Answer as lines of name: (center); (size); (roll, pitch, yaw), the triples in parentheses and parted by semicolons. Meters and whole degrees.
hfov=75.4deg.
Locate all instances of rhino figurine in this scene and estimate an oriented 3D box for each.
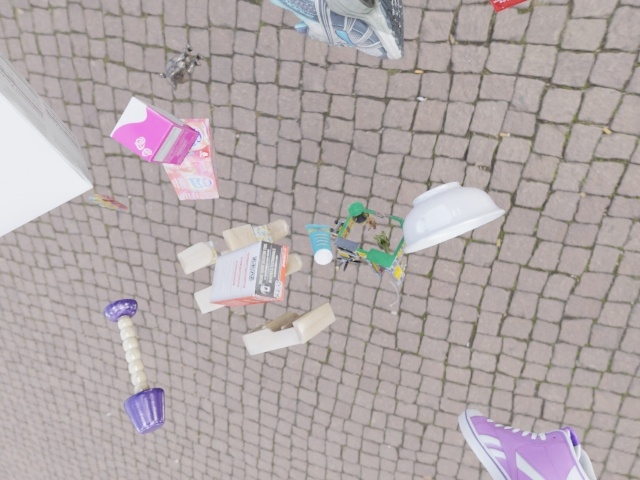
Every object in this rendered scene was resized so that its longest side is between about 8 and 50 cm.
rhino figurine: (-0.392, -0.480, 1.158); (0.106, 0.243, 0.073); (-38, 119, 14)

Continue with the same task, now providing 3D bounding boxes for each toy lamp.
toy lamp: (-0.381, 0.253, 0.847); (0.080, 0.080, 0.274); (-47, 60, 29)

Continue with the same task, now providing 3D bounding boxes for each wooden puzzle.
wooden puzzle: (-0.408, -0.072, 0.795); (0.049, 0.083, 0.006); (4, 74, 11)

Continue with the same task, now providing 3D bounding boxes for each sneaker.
sneaker: (0.370, 0.372, 0.740); (0.102, 0.282, 0.161); (42, 95, -16)
sneaker: (0.032, -0.321, 0.566); (0.122, 0.283, 0.110); (-3, 91, 29)

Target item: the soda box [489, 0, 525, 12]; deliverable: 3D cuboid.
soda box: (0.419, -0.507, 0.727); (0.092, 0.083, 0.263); (37, 168, -31)

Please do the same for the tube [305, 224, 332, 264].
tube: (0.000, 0.000, 1.276); (0.080, 0.207, 0.052); (6, 117, -9)

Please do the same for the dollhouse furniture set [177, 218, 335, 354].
dollhouse furniture set: (-0.167, 0.130, 1.304); (0.257, 0.362, 0.394); (-23, 89, 36)

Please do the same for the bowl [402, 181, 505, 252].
bowl: (0.355, -0.078, 1.190); (0.298, 0.298, 0.134); (-27, 78, 27)

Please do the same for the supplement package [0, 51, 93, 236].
supplement package: (-0.474, -0.142, 0.523); (0.204, 0.145, 0.261); (-31, 144, -9)

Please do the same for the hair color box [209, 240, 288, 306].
hair color box: (-0.100, 0.049, 0.558); (0.141, 0.043, 0.071); (-17, 63, 53)

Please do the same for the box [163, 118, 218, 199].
box: (-0.421, -0.257, 1.367); (0.142, 0.300, 0.154); (-4, 74, -10)

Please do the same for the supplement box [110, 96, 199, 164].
supplement box: (-0.413, -0.272, 1.060); (0.111, 0.220, 0.114); (34, 96, -4)

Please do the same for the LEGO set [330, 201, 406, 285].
LEGO set: (0.214, 0.018, 1.519); (0.331, 0.254, 0.192); (12, 158, 29)
